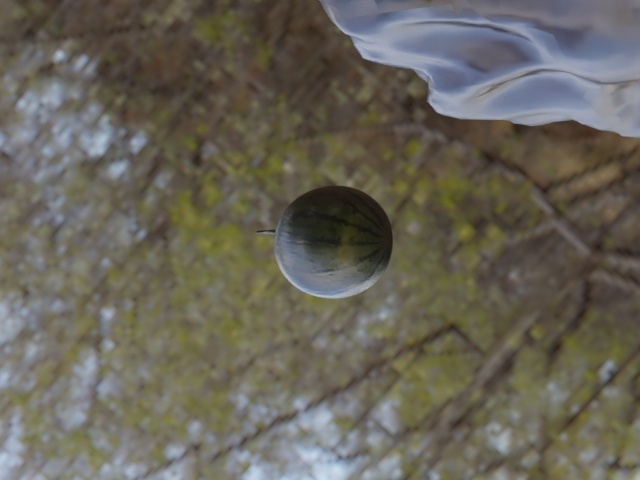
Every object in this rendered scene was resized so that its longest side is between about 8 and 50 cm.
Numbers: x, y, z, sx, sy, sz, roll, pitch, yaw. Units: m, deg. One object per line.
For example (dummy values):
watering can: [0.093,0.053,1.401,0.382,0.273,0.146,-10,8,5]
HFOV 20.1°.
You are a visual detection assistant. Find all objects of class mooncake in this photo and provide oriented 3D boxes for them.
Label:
mooncake: [0.190,-0.198,1.087,0.350,0.381,0.212,16,-113,-37]

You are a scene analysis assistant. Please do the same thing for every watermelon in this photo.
watermelon: [0.000,0.000,1.663,0.133,0.105,0.105,6,-173,18]
